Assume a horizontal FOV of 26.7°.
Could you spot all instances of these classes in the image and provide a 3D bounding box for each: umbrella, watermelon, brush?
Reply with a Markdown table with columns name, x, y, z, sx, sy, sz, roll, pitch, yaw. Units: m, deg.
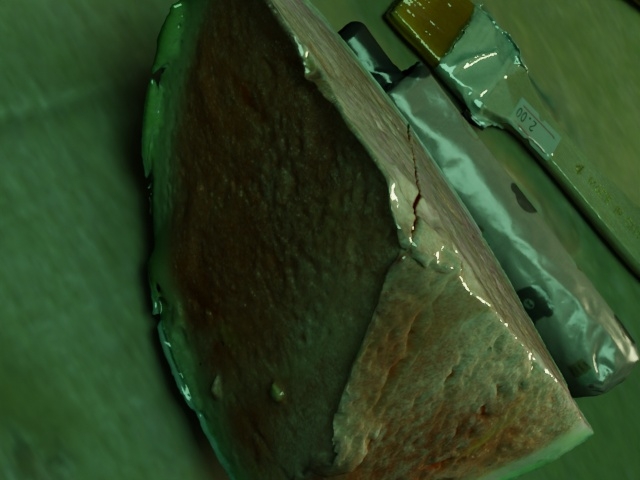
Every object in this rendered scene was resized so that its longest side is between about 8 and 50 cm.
| name | x | y | z | sx | sy | sz | roll | pitch | yaw |
| --- | --- | --- | --- | --- | --- | --- | --- | --- | --- |
| umbrella | 0.116 | -0.021 | 1.002 | 0.337 | 0.073 | 0.067 | 52 | 57 | -11 |
| watermelon | -0.013 | 0.023 | 0.858 | 0.292 | 0.222 | 0.319 | 58 | 10 | 32 |
| brush | 0.183 | -0.083 | 1.089 | 0.336 | 0.020 | 0.085 | 45 | 60 | -15 |

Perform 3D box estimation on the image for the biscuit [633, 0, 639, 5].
| name | x | y | z | sx | sy | sz | roll | pitch | yaw |
| --- | --- | --- | --- | --- | --- | --- | --- | --- | --- |
| biscuit | 0.319 | -0.303 | 1.227 | 0.139 | 0.016 | 0.231 | 30 | 65 | -23 |
